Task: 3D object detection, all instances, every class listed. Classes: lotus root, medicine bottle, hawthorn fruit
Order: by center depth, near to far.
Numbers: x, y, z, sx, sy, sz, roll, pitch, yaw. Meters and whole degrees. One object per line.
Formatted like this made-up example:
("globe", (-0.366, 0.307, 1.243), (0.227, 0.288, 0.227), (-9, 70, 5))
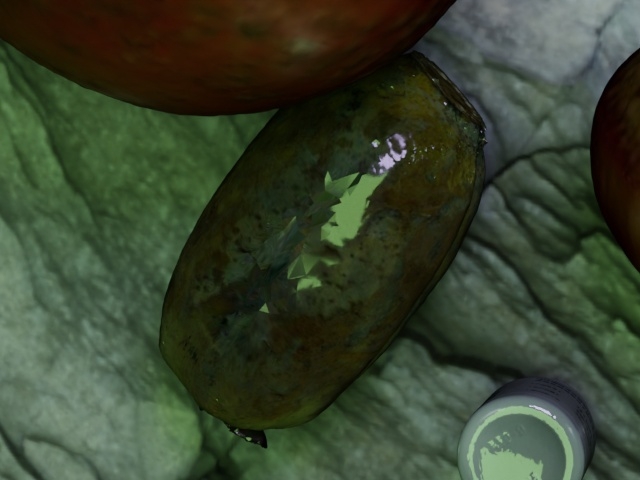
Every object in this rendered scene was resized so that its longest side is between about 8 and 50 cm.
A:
("hawthorn fruit", (-0.093, -0.267, 1.032), (0.403, 0.403, 0.402), (1, 95, 15))
("medicine bottle", (0.137, 0.130, 1.110), (0.080, 0.130, 0.080), (1, 94, 13))
("lotus root", (0.000, 0.000, 1.126), (0.160, 0.152, 0.275), (40, 101, 18))

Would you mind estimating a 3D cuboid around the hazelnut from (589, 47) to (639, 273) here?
("hazelnut", (0.257, -0.029, 1.045), (0.208, 0.208, 0.208), (1, 95, 15))
